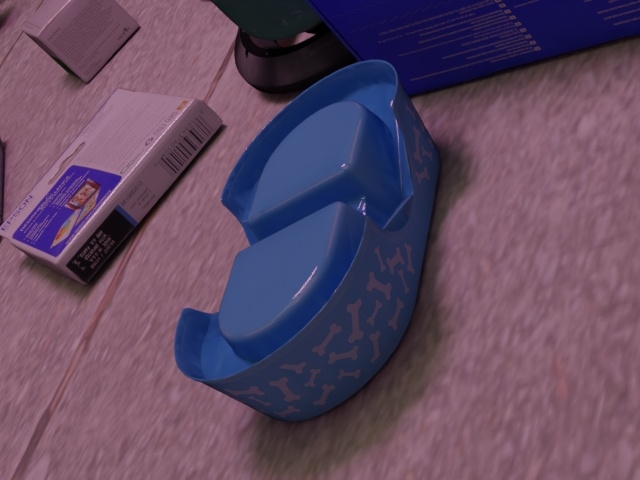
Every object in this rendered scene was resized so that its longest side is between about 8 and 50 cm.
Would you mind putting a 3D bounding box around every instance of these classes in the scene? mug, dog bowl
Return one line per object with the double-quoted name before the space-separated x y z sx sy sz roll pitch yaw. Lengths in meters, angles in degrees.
"mug" -0.023 -0.248 1.244 0.157 0.097 0.129 -38 35 13
"dog bowl" 0.000 0.000 0.985 0.166 0.074 0.297 -27 31 33

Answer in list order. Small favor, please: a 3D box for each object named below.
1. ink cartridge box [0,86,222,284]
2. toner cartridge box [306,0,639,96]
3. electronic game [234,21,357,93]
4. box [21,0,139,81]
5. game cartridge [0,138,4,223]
"ink cartridge box" -0.212 -0.060 1.404 0.206 0.045 0.208 -52 28 -12
"toner cartridge box" 0.133 -0.207 0.984 0.347 0.165 0.075 -9 44 49
"electronic game" 0.011 -0.229 1.319 0.229 0.048 0.229 -29 39 26
"box" -0.298 -0.264 1.769 0.102 0.087 0.101 -48 26 -5
"game cartridge" -0.470 -0.038 1.689 0.196 0.060 0.294 -31 28 4
